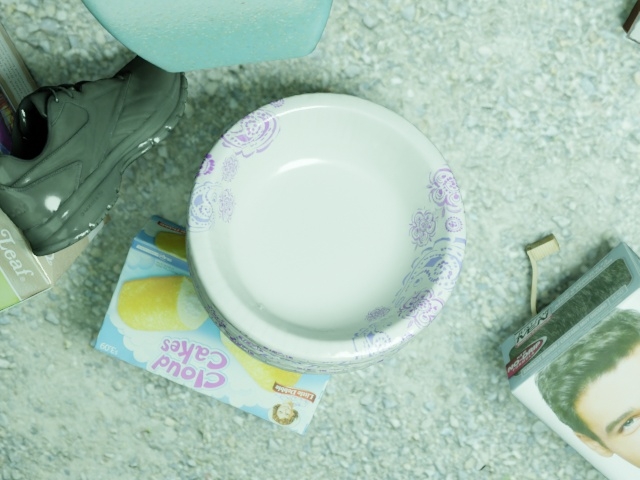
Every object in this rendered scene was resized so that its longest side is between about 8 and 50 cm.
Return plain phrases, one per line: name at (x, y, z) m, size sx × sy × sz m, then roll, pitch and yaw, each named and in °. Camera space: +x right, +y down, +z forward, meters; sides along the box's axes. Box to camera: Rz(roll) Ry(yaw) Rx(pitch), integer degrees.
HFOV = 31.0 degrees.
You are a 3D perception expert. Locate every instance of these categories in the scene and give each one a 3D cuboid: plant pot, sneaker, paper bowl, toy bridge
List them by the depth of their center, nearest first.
plant pot at (-0.093, -0.292, 1.018) m, size 0.248 × 0.247 × 0.252 m, roll -6°, pitch 135°, yaw 9°
sneaker at (-0.234, -0.120, 1.171) m, size 0.109 × 0.286 × 0.130 m, roll -19°, pitch 122°, yaw 40°
paper bowl at (0.000, 0.000, 1.212) m, size 0.284 × 0.148 × 0.284 m, roll 2°, pitch 75°, yaw -8°
toy bridge at (0.277, 0.087, 1.312) m, size 0.063 × 0.026 × 0.188 m, roll -25°, pitch 105°, yaw 15°

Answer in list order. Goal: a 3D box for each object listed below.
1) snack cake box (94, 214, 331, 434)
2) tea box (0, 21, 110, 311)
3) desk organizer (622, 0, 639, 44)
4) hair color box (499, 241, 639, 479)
snack cake box at (-0.107, 0.097, 1.331) m, size 0.264 × 0.089 × 0.152 m, roll 23°, pitch 110°, yaw -1°
tea box at (-0.463, -0.067, 1.246) m, size 0.323 × 0.220 × 0.329 m, roll -22°, pitch 106°, yaw 15°
desk organizer at (0.379, -0.206, 1.182) m, size 0.130 × 0.050 × 0.047 m, roll 25°, pitch 111°, yaw -2°
hair color box at (0.396, 0.198, 1.272) m, size 0.374 × 0.113 × 0.185 m, roll 41°, pitch 109°, yaw -15°
